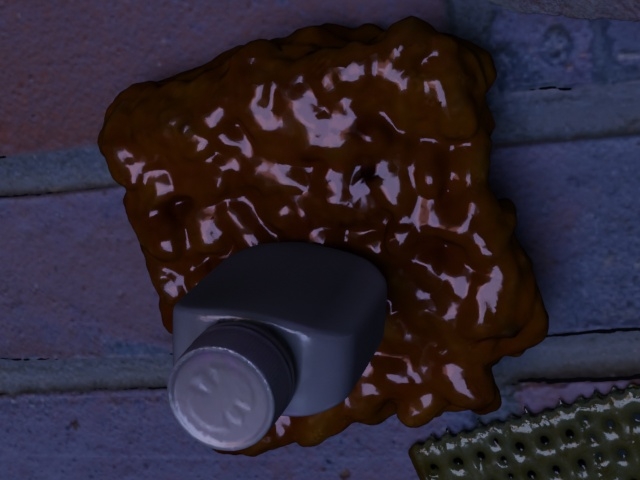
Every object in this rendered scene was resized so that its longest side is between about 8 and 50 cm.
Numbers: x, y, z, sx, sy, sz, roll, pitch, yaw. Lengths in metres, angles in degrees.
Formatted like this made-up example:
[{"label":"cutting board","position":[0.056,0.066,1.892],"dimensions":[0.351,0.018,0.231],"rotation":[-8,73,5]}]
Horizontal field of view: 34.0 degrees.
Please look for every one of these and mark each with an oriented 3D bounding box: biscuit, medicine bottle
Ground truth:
[{"label":"biscuit","position":[0.196,0.194,0.848],"dimensions":[0.231,0.016,0.139],"rotation":[-19,104,23]},{"label":"medicine bottle","position":[-0.030,0.060,0.658],"dimensions":[0.119,0.183,0.069],"rotation":[10,109,14]},{"label":"biscuit","position":[0.000,0.000,0.789],"dimensions":[0.318,0.110,0.312],"rotation":[-13,102,21]}]

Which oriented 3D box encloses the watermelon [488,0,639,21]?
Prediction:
[{"label":"watermelon","position":[0.170,-0.248,0.566],"dimensions":[0.262,0.201,0.213],"rotation":[-37,134,-6]}]
